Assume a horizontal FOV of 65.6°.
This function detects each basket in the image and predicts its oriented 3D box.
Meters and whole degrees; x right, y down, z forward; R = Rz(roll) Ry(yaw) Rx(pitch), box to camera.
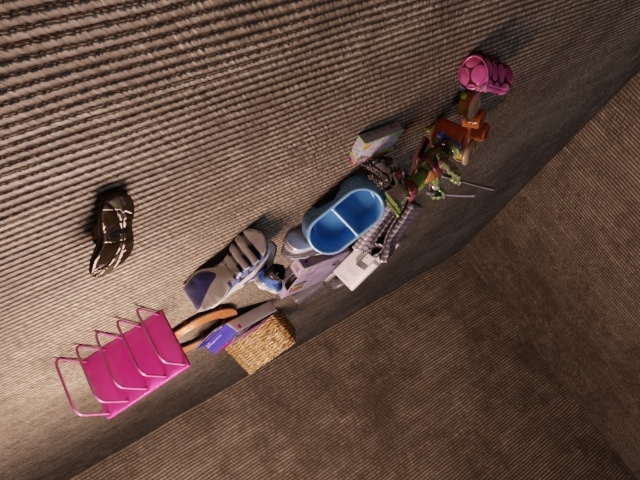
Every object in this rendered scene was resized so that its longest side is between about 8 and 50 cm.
[{"bbox_3d":[-0.295,0.452,2.409,0.299,0.223,0.213,-37,-165,9],"label":"basket"}]

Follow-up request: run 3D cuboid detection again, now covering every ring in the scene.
[{"bbox_3d":[-0.476,0.351,1.918,0.337,0.032,0.336,-30,163,-10],"label":"ring"}]

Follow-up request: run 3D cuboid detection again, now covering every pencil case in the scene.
[{"bbox_3d":[0.456,-0.443,1.354,0.209,0.098,0.095,-16,155,-47],"label":"pencil case"}]

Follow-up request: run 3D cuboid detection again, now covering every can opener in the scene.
[{"bbox_3d":[0.007,0.224,2.331,0.284,0.095,0.076,-34,162,1],"label":"can opener"}]

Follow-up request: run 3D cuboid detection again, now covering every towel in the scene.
[{"bbox_3d":[0.244,-0.049,1.710,0.235,0.121,0.284,-57,170,13],"label":"towel"}]

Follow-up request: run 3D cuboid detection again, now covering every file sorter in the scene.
[{"bbox_3d":[-0.581,0.356,1.458,0.291,0.202,0.182,-33,161,-2],"label":"file sorter"}]

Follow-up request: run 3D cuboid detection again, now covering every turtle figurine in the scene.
[{"bbox_3d":[0.335,-0.147,1.432,0.266,0.274,0.198,-35,-158,2],"label":"turtle figurine"}]

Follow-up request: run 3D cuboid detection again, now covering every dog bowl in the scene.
[{"bbox_3d":[0.075,-0.070,1.538,0.297,0.166,0.074,-38,-159,16],"label":"dog bowl"}]

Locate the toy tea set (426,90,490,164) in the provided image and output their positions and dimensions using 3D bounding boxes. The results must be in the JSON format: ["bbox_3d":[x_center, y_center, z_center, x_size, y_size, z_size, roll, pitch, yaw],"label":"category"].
[{"bbox_3d":[0.440,-0.357,1.596,0.336,0.124,0.199,16,99,-64],"label":"toy tea set"}]

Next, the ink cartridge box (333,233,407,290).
[{"bbox_3d":[0.215,0.055,2.112,0.289,0.121,0.211,-47,173,20],"label":"ink cartridge box"}]

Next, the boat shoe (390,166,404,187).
[{"bbox_3d":[0.260,-0.206,1.720,0.043,0.049,0.137,-28,160,-7],"label":"boat shoe"}]

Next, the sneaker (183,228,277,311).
[{"bbox_3d":[-0.241,0.098,1.501,0.315,0.127,0.182,-40,160,14],"label":"sneaker"}]

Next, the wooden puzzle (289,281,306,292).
[{"bbox_3d":[-0.090,0.184,1.986,0.083,0.006,0.049,-22,159,-30],"label":"wooden puzzle"}]

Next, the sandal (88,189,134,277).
[{"bbox_3d":[-0.425,-0.017,0.993,0.090,0.060,0.219,-26,147,-43],"label":"sandal"}]

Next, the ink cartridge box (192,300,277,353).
[{"bbox_3d":[-0.345,0.367,2.061,0.176,0.069,0.371,-43,167,28],"label":"ink cartridge box"}]

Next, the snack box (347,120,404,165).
[{"bbox_3d":[0.153,-0.268,1.376,0.141,0.037,0.100,-25,161,-27],"label":"snack box"}]

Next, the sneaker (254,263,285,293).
[{"bbox_3d":[-0.131,0.112,1.499,0.085,0.058,0.152,-37,157,10],"label":"sneaker"}]

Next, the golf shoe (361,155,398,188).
[{"bbox_3d":[0.180,-0.206,1.410,0.094,0.077,0.198,-23,-158,0],"label":"golf shoe"}]

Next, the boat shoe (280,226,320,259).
[{"bbox_3d":[0.000,0.000,1.708,0.301,0.108,0.102,-19,157,-34],"label":"boat shoe"}]

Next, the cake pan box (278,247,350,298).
[{"bbox_3d":[-0.039,0.121,2.025,0.267,0.070,0.245,-20,156,-38],"label":"cake pan box"}]

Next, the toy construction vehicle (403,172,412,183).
[{"bbox_3d":[0.331,-0.244,1.782,0.086,0.035,0.098,-46,165,2],"label":"toy construction vehicle"}]
